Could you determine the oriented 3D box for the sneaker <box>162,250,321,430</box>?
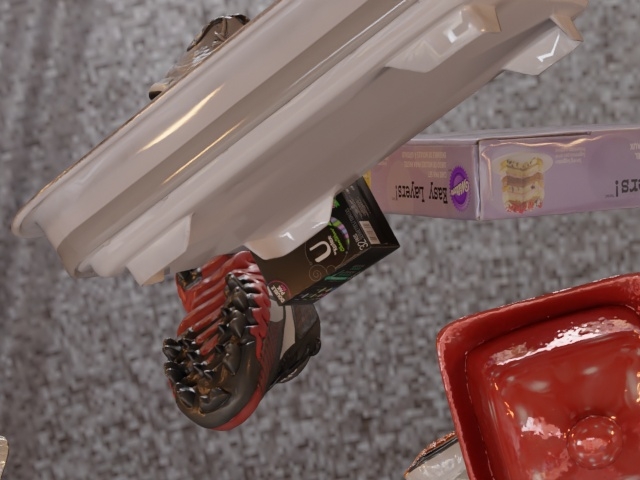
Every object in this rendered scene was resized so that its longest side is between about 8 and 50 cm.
[{"bbox_3d":[-0.057,0.083,1.407,0.098,0.135,0.276,-35,22,14],"label":"sneaker"}]

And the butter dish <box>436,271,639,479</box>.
[{"bbox_3d":[0.168,0.118,1.103,0.160,0.160,0.118,-15,7,3],"label":"butter dish"}]

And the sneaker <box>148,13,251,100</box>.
[{"bbox_3d":[-0.104,-0.206,1.957,0.229,0.086,0.132,7,63,53],"label":"sneaker"}]

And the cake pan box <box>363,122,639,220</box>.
[{"bbox_3d":[0.186,-0.060,1.384,0.267,0.070,0.246,-5,7,-23],"label":"cake pan box"}]

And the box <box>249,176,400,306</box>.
[{"bbox_3d":[0.000,0.000,1.189,0.083,0.062,0.052,-33,-14,23],"label":"box"}]

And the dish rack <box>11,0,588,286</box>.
[{"bbox_3d":[0.011,-0.076,0.980,0.333,0.072,0.285,-35,-9,22],"label":"dish rack"}]

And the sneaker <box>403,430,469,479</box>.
[{"bbox_3d":[0.231,0.239,1.911,0.262,0.121,0.099,-31,1,11],"label":"sneaker"}]

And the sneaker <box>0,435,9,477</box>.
[{"bbox_3d":[-0.401,0.289,1.898,0.073,0.063,0.162,19,67,-13],"label":"sneaker"}]
